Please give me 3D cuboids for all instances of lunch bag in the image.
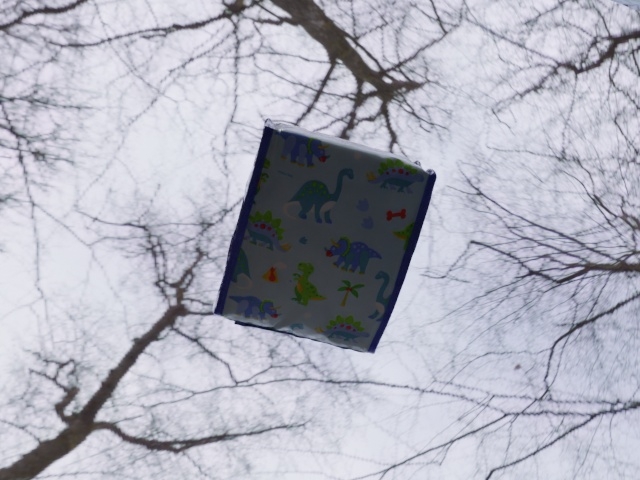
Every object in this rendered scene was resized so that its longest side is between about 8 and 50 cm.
[{"bbox_3d":[0.000,0.000,0.643,0.129,0.096,0.151,14,-81,-5],"label":"lunch bag"}]

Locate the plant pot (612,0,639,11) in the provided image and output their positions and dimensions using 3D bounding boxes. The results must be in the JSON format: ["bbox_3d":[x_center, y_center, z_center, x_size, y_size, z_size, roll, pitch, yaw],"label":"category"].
[{"bbox_3d":[0.256,-0.205,0.343,0.247,0.252,0.248,23,-81,4],"label":"plant pot"}]
